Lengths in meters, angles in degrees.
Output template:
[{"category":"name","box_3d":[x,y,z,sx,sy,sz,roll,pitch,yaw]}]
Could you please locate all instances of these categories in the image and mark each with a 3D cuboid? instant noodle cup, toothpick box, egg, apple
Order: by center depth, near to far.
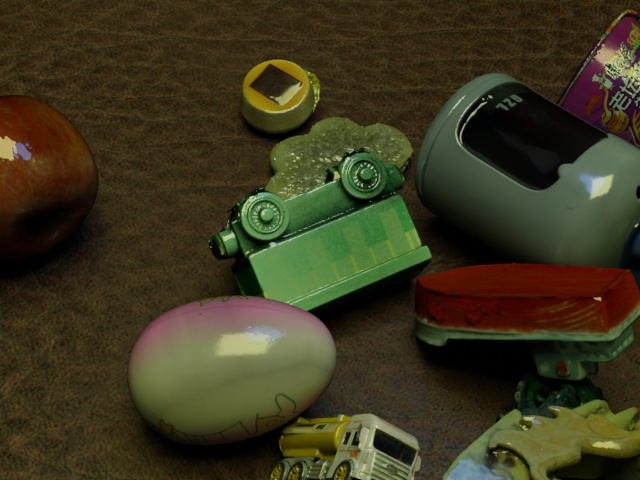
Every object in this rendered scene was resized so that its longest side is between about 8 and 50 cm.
[{"category":"egg","box_3d":[-0.115,0.168,1.573,0.271,0.196,0.196,1,50,2]},{"category":"apple","box_3d":[-0.448,-0.099,1.741,0.253,0.253,0.253,1,50,-2]},{"category":"toothpick box","box_3d":[0.336,-0.058,1.750,0.263,0.263,0.354,-35,52,-27]},{"category":"instant noodle cup","box_3d":[0.493,-0.208,1.906,0.190,0.251,0.251,35,56,13]}]

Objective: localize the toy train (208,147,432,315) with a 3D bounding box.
[{"category":"toy train","box_3d":[0.000,0.000,1.728,0.301,0.120,0.202,-22,89,-19]}]

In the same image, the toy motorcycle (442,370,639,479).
[{"category":"toy motorcycle","box_3d":[0.268,0.312,1.488,0.237,0.169,0.410,29,47,25]}]

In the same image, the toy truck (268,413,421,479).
[{"category":"toy truck","box_3d":[0.026,0.269,1.495,0.098,0.227,0.114,31,66,-24]}]

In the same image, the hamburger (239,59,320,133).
[{"category":"hamburger","box_3d":[-0.066,-0.236,1.991,0.126,0.081,0.141,17,64,14]}]

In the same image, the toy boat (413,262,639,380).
[{"category":"toy boat","box_3d":[0.262,0.112,1.634,0.332,0.133,0.145,1,21,38]}]

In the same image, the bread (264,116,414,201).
[{"category":"bread","box_3d":[0.015,-0.104,1.903,0.207,0.056,0.286,21,51,12]}]
